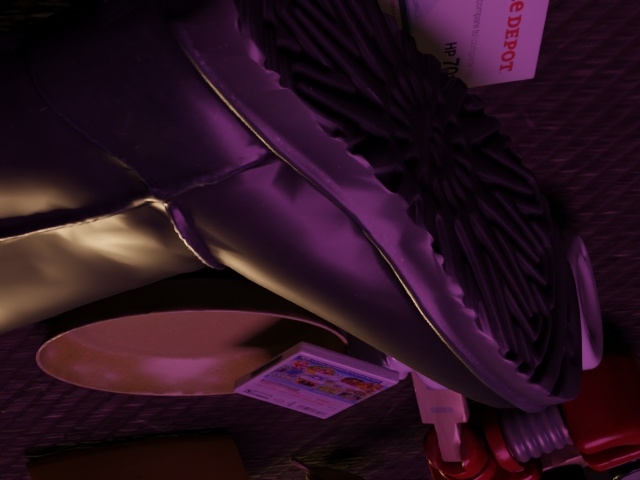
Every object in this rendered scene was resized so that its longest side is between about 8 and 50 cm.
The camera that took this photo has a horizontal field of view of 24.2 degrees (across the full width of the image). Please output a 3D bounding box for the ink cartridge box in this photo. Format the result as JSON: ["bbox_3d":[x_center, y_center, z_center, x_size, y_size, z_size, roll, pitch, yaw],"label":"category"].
[{"bbox_3d":[0.031,-0.150,0.856,0.191,0.082,0.139,-8,148,-4],"label":"ink cartridge box"}]

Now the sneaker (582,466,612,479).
[{"bbox_3d":[0.347,0.171,1.468,0.252,0.103,0.111,-25,146,3],"label":"sneaker"}]

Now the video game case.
[{"bbox_3d":[-0.005,0.112,1.182,0.087,0.011,0.122,20,153,-22],"label":"video game case"}]

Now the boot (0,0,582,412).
[{"bbox_3d":[-0.118,0.015,0.883,0.445,0.146,0.367,-20,128,31],"label":"boot"}]

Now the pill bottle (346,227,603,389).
[{"bbox_3d":[0.120,0.059,1.177,0.187,0.112,0.112,-10,150,18],"label":"pill bottle"}]

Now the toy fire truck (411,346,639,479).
[{"bbox_3d":[0.180,0.148,1.343,0.217,0.158,0.246,-22,157,15],"label":"toy fire truck"}]

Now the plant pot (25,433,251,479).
[{"bbox_3d":[-0.137,0.302,1.401,0.187,0.212,0.212,-21,149,-10],"label":"plant pot"}]

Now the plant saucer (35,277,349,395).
[{"bbox_3d":[-0.099,0.074,1.160,0.241,0.037,0.241,-2,160,-1],"label":"plant saucer"}]

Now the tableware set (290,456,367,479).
[{"bbox_3d":[0.055,0.261,1.448,0.128,0.194,0.039,5,105,-44],"label":"tableware set"}]
